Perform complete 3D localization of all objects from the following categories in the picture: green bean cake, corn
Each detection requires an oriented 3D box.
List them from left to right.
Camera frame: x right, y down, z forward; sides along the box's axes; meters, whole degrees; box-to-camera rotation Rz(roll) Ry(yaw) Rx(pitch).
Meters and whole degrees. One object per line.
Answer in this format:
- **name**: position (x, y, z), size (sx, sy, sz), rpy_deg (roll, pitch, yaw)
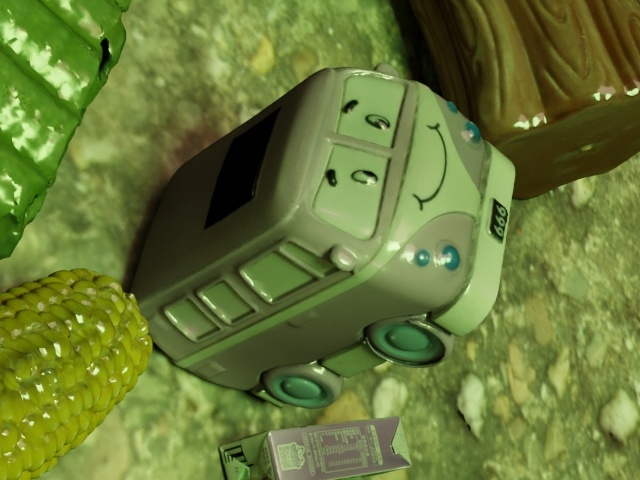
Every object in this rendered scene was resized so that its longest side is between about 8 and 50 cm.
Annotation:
- **green bean cake**: position (-0.193, -0.055, 0.532), size (0.113, 0.214, 0.200), rpy_deg (44, 43, -28)
- **corn**: position (-0.194, 0.100, 0.541), size (0.310, 0.101, 0.101), rpy_deg (-27, 91, -50)

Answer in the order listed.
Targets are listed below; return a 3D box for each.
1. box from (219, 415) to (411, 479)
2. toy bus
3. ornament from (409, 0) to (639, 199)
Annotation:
- **box**: position (-0.001, 0.133, 0.753), size (0.117, 0.051, 0.036), rpy_deg (2, 71, -43)
- **toy bus**: position (0.000, 0.000, 0.706), size (0.142, 0.202, 0.142), rpy_deg (36, 49, -25)
- **ornament**: position (0.175, -0.171, 0.962), size (0.235, 0.221, 0.217), rpy_deg (1, 66, -54)
